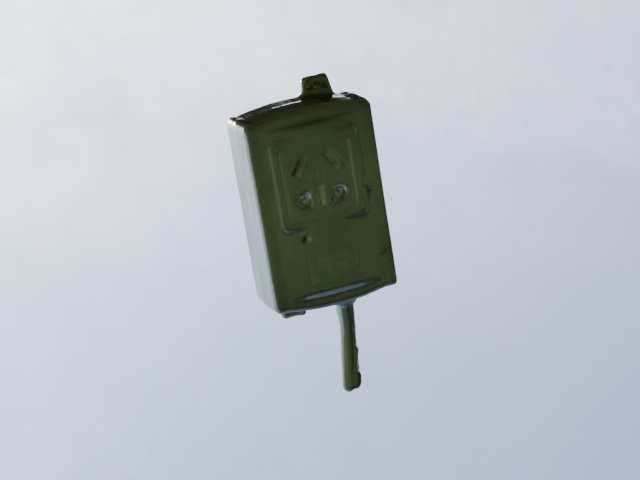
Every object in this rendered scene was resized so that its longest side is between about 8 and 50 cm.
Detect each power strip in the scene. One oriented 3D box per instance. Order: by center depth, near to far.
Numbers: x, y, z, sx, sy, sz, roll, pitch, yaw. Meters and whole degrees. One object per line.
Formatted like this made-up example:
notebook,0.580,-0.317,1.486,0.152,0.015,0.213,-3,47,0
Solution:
power strip,0.000,0.000,1.035,0.075,0.175,0.042,-15,-164,-16
